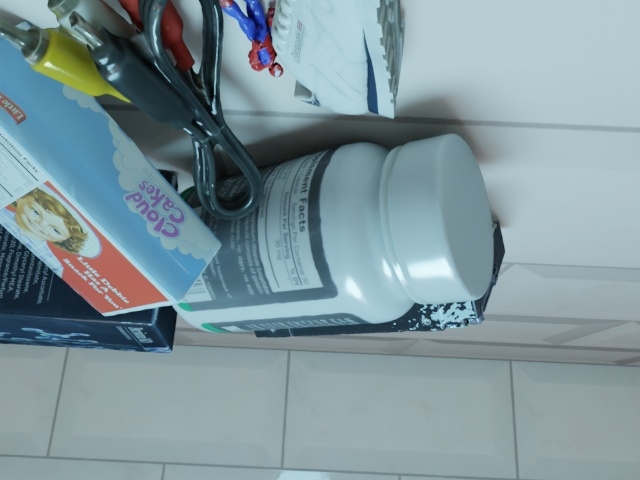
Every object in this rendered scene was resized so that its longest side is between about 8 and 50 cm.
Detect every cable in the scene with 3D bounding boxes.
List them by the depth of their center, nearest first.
[{"bbox_3d":[-0.113,-0.124,0.467,0.139,0.072,0.287,-36,149,5],"label":"cable"}]

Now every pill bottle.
[{"bbox_3d":[0.000,0.000,0.645,0.361,0.204,0.204,-9,159,32],"label":"pill bottle"}]

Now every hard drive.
[{"bbox_3d":[0.086,0.055,0.819,0.338,0.064,0.237,-7,-160,30],"label":"hard drive"}]

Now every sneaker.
[{"bbox_3d":[0.006,-0.157,0.372,0.094,0.090,0.235,9,162,12],"label":"sneaker"}]

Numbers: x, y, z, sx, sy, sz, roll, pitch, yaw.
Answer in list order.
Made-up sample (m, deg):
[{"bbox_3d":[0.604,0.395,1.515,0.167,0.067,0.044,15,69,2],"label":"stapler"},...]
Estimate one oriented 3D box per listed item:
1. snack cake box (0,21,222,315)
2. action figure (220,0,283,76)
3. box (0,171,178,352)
[{"bbox_3d":[-0.241,-0.048,0.529,0.152,0.089,0.264,-14,124,40],"label":"snack cake box"},{"bbox_3d":[-0.049,-0.164,0.422,0.030,0.038,0.115,16,165,16],"label":"action figure"},{"bbox_3d":[-0.410,0.032,0.791,0.395,0.212,0.293,5,161,-9],"label":"box"}]
